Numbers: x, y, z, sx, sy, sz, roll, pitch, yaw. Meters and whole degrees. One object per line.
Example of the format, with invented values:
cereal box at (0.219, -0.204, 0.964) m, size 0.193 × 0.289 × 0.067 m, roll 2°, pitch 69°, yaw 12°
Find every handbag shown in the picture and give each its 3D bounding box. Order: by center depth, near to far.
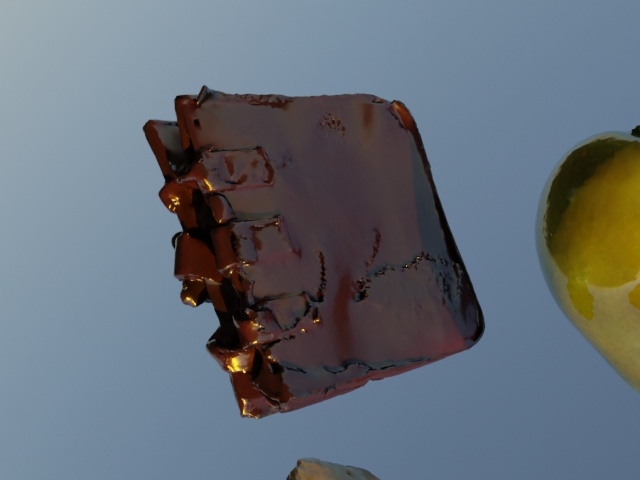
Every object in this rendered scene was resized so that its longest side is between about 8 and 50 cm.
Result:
handbag at (-0.002, 0.001, 0.541) m, size 0.074 × 0.216 × 0.203 m, roll -33°, pitch -107°, yaw 45°

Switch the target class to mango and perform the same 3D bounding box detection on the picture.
mango at (0.302, 0.019, 0.742) m, size 0.149 × 0.273 × 0.185 m, roll -3°, pitch -137°, yaw 55°

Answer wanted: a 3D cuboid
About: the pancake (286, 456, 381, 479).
pancake at (-0.009, 0.402, 0.778) m, size 0.071 × 0.382 × 0.382 m, roll -3°, pitch -119°, yaw 47°
